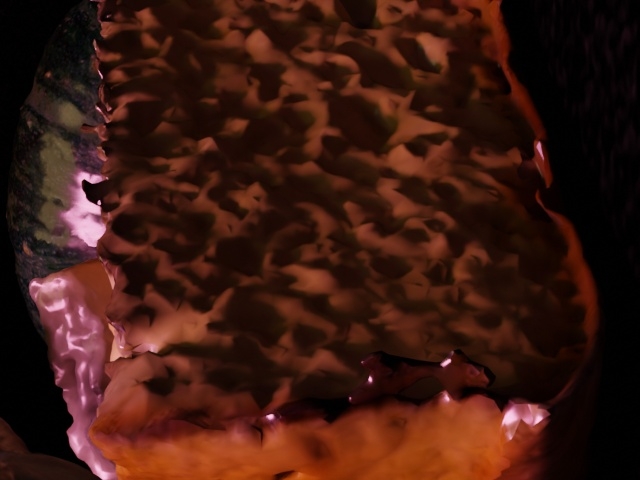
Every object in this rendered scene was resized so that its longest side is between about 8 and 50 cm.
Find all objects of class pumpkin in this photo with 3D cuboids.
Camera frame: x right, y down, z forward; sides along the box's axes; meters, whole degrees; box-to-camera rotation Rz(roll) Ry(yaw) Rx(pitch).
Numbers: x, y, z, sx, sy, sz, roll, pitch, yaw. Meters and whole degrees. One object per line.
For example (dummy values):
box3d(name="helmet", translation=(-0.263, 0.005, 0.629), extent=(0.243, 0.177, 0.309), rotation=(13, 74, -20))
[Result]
box3d(name="pumpkin", translation=(-0.085, -0.034, 0.985), extent=(0.263, 0.197, 0.292), rotation=(-99, 11, -68))

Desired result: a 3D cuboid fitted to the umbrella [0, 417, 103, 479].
box3d(name="umbrella", translation=(-0.046, 0.126, 0.421), extent=(0.349, 0.094, 0.143), rotation=(35, 155, 40))

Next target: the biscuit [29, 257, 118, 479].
box3d(name="biscuit", translation=(-0.005, 0.112, 0.571), extent=(0.032, 0.133, 0.250), rotation=(-22, 89, 46))

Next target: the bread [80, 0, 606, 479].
box3d(name="bread", translation=(0.002, 0.010, 0.476), extent=(0.260, 0.129, 0.134), rotation=(-100, 2, -55))
